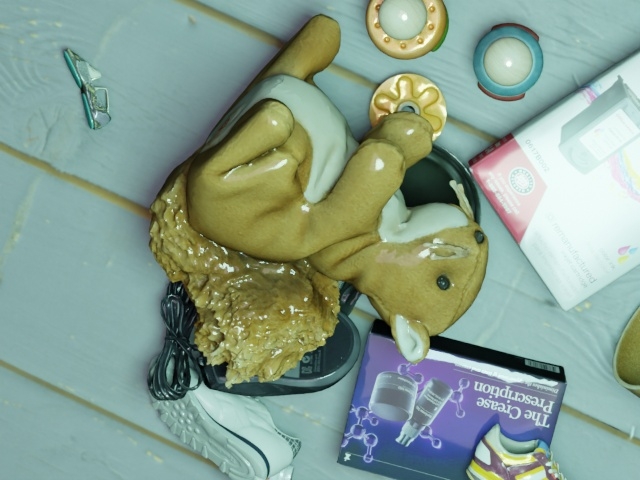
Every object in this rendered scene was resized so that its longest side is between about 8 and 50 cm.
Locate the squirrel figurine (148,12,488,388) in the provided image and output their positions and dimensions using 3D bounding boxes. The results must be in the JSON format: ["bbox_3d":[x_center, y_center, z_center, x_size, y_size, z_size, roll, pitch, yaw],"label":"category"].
[{"bbox_3d":[0.000,0.000,1.791,0.370,0.281,0.397,41,116,-13],"label":"squirrel figurine"}]

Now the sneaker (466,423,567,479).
[{"bbox_3d":[0.279,0.297,1.809,0.185,0.069,0.084,25,103,-3],"label":"sneaker"}]

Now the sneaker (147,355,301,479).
[{"bbox_3d":[-0.135,0.232,1.950,0.235,0.095,0.090,41,139,18],"label":"sneaker"}]

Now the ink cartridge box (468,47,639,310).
[{"bbox_3d":[0.370,-0.088,1.825,0.306,0.131,0.226,-34,91,11],"label":"ink cartridge box"}]

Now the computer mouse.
[{"bbox_3d":[-0.079,0.139,1.912,0.272,0.072,0.189,4,63,10],"label":"computer mouse"}]

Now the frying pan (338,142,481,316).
[{"bbox_3d":[0.102,0.018,1.906,0.197,0.053,0.326,13,111,10],"label":"frying pan"}]

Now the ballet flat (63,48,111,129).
[{"bbox_3d":[-0.308,-0.205,1.946,0.041,0.041,0.114,-19,94,9],"label":"ballet flat"}]

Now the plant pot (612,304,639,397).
[{"bbox_3d":[0.537,0.166,1.799,0.254,0.237,0.237,40,99,-13],"label":"plant pot"}]

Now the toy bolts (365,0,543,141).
[{"bbox_3d":[0.161,-0.211,1.822,0.228,0.158,0.218,9,97,6],"label":"toy bolts"}]

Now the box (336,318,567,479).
[{"bbox_3d":[0.171,0.229,1.899,0.261,0.103,0.184,14,100,5],"label":"box"}]

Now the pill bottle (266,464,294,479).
[{"bbox_3d":[-0.079,0.309,1.965,0.083,0.043,0.043,13,97,6],"label":"pill bottle"}]
